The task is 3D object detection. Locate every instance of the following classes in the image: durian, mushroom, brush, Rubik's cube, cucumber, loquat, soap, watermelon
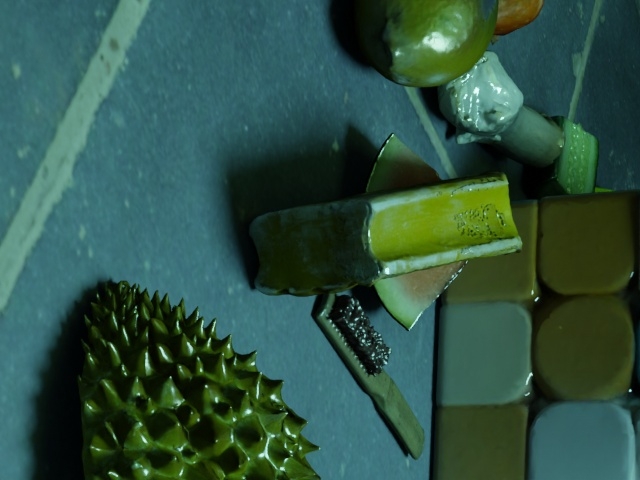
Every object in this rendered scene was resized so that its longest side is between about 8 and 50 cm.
[{"bbox_3d":[-0.095,0.187,1.161,0.172,0.166,0.306,-38,118,-23],"label":"durian"},{"bbox_3d":[0.204,-0.146,1.795,0.278,0.096,0.099,28,63,-62],"label":"mushroom"},{"bbox_3d":[0.060,0.134,1.544,0.248,0.036,0.043,59,42,-41],"label":"brush"},{"bbox_3d":[0.347,0.150,1.759,0.346,0.344,0.347,27,64,-57],"label":"Rubik's cube"},{"bbox_3d":[0.304,-0.098,2.009,0.116,0.062,0.115,33,56,-48],"label":"cucumber"},{"bbox_3d":[0.102,-0.227,1.567,0.195,0.152,0.152,-49,129,-43],"label":"loquat"},{"bbox_3d":[0.080,-0.010,1.403,0.257,0.160,0.080,-12,93,-45],"label":"soap"},{"bbox_3d":[0.099,-0.008,1.586,0.145,0.137,0.193,157,-69,-85],"label":"watermelon"}]

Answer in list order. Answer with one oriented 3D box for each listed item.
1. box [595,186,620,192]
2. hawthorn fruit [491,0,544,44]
[{"bbox_3d":[0.373,0.097,2.128,0.187,0.047,0.335,3,84,-62],"label":"box"},{"bbox_3d":[0.183,-0.313,1.700,0.173,0.173,0.179,-10,83,-62],"label":"hawthorn fruit"}]
